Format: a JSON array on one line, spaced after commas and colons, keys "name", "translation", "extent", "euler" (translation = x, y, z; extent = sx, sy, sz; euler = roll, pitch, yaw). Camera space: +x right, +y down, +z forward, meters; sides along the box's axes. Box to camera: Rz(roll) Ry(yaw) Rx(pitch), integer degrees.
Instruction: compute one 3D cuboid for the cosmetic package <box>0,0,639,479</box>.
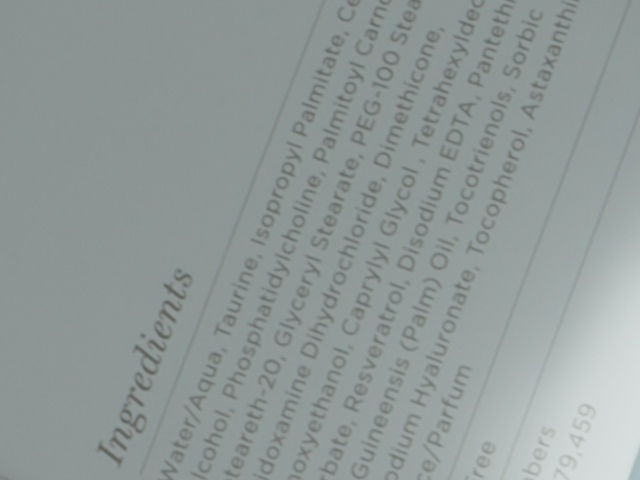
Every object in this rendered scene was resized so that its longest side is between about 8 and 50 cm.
[{"name": "cosmetic package", "translation": [0.000, 0.000, 0.954], "extent": [0.394, 0.329, 0.327], "euler": [21, 86, 11]}]
